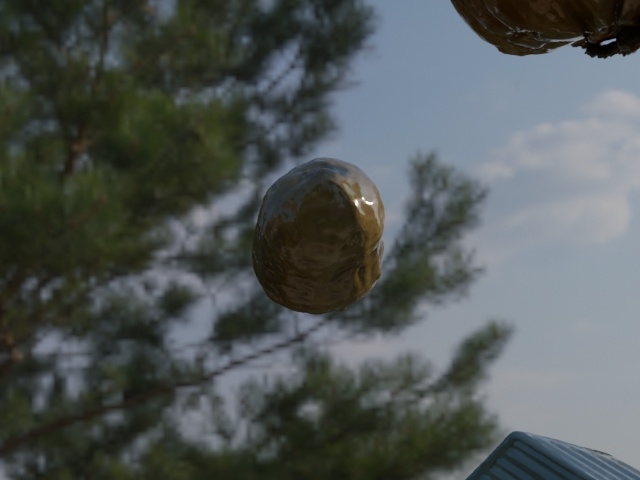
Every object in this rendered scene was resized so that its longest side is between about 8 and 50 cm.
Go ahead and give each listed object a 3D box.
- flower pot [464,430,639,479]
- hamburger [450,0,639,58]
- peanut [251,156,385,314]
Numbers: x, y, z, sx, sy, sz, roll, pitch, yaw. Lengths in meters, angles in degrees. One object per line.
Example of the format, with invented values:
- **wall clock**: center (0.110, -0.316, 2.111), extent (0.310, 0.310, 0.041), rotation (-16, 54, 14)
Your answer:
- **flower pot**: center (0.223, 0.298, 1.367), extent (0.209, 0.239, 0.189), rotation (-13, 14, -18)
- **hamburger**: center (0.165, -0.268, 1.181), extent (0.158, 0.318, 0.318), rotation (-17, -13, -5)
- **peanut**: center (0.000, 0.000, 1.489), extent (0.129, 0.129, 0.224), rotation (-3, -21, -2)
